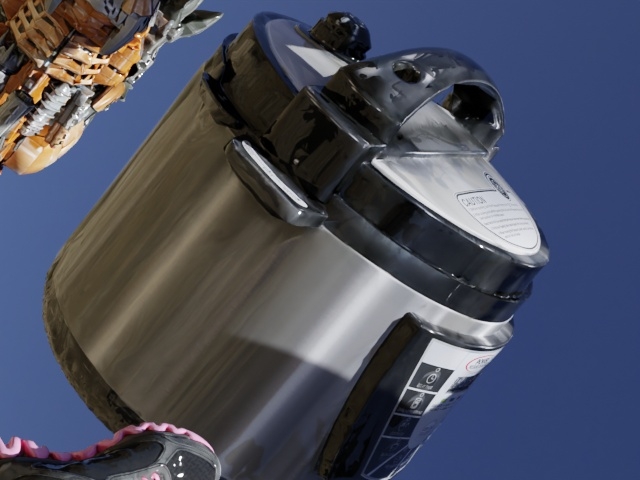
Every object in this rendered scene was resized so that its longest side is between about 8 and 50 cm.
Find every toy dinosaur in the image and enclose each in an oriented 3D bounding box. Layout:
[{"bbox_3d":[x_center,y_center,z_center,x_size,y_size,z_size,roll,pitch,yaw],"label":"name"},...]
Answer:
[{"bbox_3d":[-0.189,-0.119,0.919,0.322,0.164,0.218,-14,-142,33],"label":"toy dinosaur"}]

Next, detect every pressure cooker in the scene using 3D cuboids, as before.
[{"bbox_3d":[-0.005,-0.004,1.320,0.420,0.375,0.370,-50,-153,17],"label":"pressure cooker"}]

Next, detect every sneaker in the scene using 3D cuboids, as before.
[{"bbox_3d":[-0.092,0.108,0.607,0.057,0.119,0.047,32,-60,56],"label":"sneaker"}]
